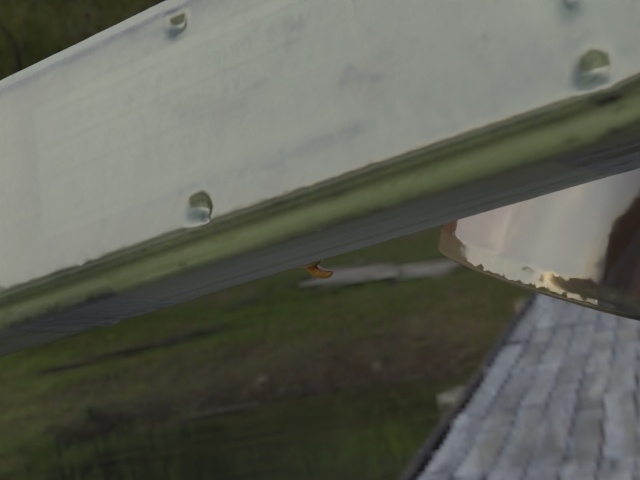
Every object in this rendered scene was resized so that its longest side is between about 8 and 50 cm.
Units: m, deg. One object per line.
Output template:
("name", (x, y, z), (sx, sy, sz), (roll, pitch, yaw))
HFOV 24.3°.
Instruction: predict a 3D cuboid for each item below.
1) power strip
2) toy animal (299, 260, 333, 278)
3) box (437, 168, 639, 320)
("power strip", (-0.008, -0.039, 0.460), (0.388, 0.092, 0.066), (-17, -14, 37))
("toy animal", (0.000, 0.000, 1.221), (0.060, 0.081, 0.083), (-37, 18, -32))
("box", (0.259, -0.060, 1.115), (0.301, 0.216, 0.301), (13, 7, -2))
